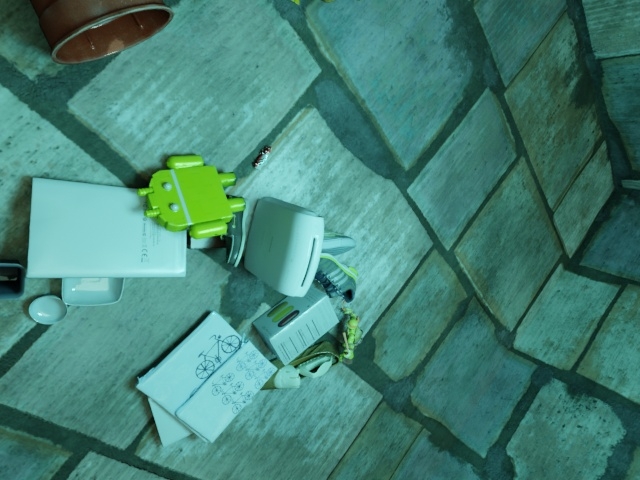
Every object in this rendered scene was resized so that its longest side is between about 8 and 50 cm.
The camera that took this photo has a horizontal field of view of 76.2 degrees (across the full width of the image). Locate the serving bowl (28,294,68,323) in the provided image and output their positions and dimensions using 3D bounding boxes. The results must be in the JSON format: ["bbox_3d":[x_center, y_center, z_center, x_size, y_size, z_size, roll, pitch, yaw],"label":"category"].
[{"bbox_3d":[-0.686,0.171,1.034,0.084,0.027,0.083,-8,117,-17],"label":"serving bowl"}]

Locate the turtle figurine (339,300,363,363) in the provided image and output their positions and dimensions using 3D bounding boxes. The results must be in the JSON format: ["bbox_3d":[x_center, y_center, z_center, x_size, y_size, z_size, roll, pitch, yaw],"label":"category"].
[{"bbox_3d":[0.119,0.355,1.560,0.087,0.269,0.217,3,132,0],"label":"turtle figurine"}]

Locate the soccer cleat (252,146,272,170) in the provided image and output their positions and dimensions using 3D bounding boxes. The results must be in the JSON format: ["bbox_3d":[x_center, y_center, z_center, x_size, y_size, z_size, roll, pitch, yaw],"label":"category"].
[{"bbox_3d":[-0.175,-0.255,1.265,0.083,0.029,0.036,-54,134,-5],"label":"soccer cleat"}]

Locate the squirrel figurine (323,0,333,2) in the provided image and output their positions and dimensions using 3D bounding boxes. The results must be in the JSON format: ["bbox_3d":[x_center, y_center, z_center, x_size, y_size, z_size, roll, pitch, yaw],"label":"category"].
[{"bbox_3d":[-0.037,-0.846,1.080,0.371,0.281,0.396,-23,102,-16],"label":"squirrel figurine"}]

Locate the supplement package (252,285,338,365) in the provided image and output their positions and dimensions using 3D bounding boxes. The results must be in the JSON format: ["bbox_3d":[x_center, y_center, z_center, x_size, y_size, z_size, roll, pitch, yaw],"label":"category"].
[{"bbox_3d":[-0.084,0.284,1.414,0.244,0.139,0.133,-36,122,-22],"label":"supplement package"}]

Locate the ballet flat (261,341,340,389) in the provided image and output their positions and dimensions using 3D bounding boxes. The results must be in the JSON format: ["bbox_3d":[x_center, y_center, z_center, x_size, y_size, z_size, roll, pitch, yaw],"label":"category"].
[{"bbox_3d":[-0.071,0.471,1.487,0.343,0.124,0.116,-12,110,-31],"label":"ballet flat"}]

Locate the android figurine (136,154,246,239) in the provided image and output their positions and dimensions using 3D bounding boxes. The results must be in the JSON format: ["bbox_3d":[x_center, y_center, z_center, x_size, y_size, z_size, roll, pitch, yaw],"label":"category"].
[{"bbox_3d":[-0.346,-0.118,1.105,0.273,0.056,0.248,-11,74,-34],"label":"android figurine"}]

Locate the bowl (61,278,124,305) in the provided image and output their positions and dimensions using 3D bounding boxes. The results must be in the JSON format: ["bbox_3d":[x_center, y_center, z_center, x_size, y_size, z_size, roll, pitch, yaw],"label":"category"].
[{"bbox_3d":[-0.592,0.095,1.066,0.142,0.053,0.141,4,101,-34],"label":"bowl"}]

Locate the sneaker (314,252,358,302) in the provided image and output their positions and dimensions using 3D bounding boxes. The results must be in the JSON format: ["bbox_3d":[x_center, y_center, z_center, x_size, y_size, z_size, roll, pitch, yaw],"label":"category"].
[{"bbox_3d":[0.035,0.133,1.430,0.300,0.111,0.121,25,46,-40],"label":"sneaker"}]

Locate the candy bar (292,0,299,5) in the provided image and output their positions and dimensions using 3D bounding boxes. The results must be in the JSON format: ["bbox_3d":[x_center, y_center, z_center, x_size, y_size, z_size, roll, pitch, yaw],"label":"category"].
[{"bbox_3d":[-0.125,-0.726,1.166,0.162,0.018,0.040,6,97,-35],"label":"candy bar"}]

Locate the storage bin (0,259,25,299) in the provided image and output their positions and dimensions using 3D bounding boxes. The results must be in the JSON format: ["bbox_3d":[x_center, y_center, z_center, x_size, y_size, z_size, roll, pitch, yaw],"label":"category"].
[{"bbox_3d":[-0.754,0.087,0.930,0.135,0.091,0.098,3,102,-34],"label":"storage bin"}]

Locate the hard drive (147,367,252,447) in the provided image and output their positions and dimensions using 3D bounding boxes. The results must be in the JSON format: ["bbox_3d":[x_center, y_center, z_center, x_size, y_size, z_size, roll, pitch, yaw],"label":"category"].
[{"bbox_3d":[-0.385,0.517,1.338,0.308,0.040,0.202,-18,113,-29],"label":"hard drive"}]

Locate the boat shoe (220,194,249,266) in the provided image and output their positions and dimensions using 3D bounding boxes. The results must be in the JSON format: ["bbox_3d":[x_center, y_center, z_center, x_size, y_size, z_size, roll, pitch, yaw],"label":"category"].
[{"bbox_3d":[-0.259,-0.031,1.193,0.069,0.081,0.227,16,57,-26],"label":"boat shoe"}]

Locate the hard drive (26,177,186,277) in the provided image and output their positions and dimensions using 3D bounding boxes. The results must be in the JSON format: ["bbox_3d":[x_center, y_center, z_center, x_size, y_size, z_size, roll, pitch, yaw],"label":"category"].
[{"bbox_3d":[-0.526,-0.021,1.042,0.353,0.047,0.232,3,82,-35],"label":"hard drive"}]

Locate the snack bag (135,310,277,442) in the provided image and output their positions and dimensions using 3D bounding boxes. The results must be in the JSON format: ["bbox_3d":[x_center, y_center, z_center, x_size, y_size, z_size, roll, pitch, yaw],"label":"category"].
[{"bbox_3d":[-0.343,0.431,1.296,0.323,0.037,0.342,-44,119,-19],"label":"snack bag"}]

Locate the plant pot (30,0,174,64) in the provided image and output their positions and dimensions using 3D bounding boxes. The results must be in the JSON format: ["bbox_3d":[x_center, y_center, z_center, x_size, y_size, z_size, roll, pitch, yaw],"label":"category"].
[{"bbox_3d":[-0.492,-0.549,0.834,0.273,0.272,0.264,-33,112,-22],"label":"plant pot"}]

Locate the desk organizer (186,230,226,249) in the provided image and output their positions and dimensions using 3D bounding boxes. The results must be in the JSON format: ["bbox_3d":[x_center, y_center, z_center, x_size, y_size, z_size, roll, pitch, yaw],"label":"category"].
[{"bbox_3d":[-0.332,-0.003,1.219,0.130,0.047,0.050,-3,100,-35],"label":"desk organizer"}]

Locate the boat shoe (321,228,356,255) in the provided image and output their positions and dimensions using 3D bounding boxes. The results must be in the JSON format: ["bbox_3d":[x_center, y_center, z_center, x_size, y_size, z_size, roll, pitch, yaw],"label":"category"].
[{"bbox_3d":[0.000,0.000,1.413,0.303,0.109,0.094,-2,66,-40],"label":"boat shoe"}]

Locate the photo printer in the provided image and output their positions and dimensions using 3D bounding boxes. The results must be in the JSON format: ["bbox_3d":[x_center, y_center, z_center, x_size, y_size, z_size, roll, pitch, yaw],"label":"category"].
[{"bbox_3d":[-0.109,0.016,1.215,0.107,0.308,0.255,9,99,-36],"label":"photo printer"}]
